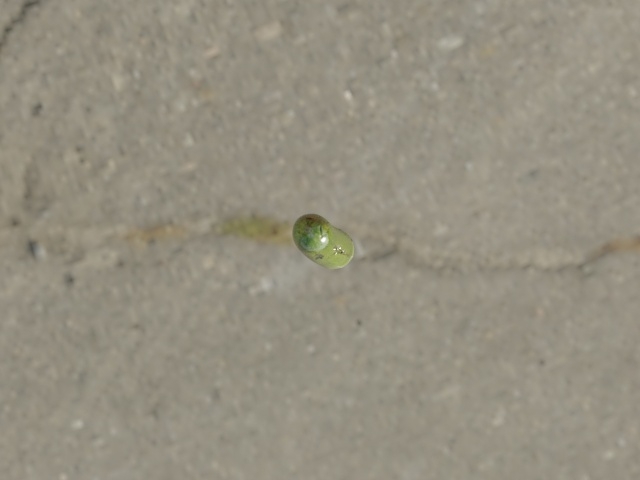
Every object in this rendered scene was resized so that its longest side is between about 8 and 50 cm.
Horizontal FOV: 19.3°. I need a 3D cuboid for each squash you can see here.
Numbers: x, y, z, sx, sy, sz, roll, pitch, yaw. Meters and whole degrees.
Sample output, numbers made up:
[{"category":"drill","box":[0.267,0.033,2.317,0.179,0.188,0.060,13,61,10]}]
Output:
[{"category":"squash","box":[0.000,0.000,1.174,0.027,0.027,0.083,-28,166,9]}]
